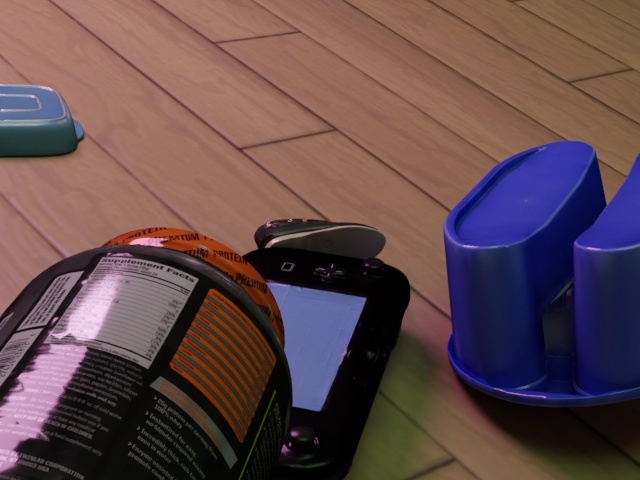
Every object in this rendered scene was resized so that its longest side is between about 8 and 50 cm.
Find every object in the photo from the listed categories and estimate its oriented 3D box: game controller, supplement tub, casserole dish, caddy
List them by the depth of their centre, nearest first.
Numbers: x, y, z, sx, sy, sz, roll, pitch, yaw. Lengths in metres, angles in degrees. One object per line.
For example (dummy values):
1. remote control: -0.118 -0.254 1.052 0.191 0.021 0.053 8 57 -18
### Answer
1. supplement tub: -0.136 0.137 0.803 0.207 0.207 0.338 15 28 5
2. game controller: -0.028 0.095 1.099 0.166 0.067 0.319 16 30 6
3. caddy: 0.249 0.034 1.200 0.241 0.179 0.341 0 23 29
4. casserole dish: -0.343 -0.131 1.387 0.188 0.037 0.114 -3 33 -22

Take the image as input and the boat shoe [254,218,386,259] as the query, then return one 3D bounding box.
1. boat shoe: 0.000 -0.002 1.284 0.133 0.049 0.042 -4 35 -24
